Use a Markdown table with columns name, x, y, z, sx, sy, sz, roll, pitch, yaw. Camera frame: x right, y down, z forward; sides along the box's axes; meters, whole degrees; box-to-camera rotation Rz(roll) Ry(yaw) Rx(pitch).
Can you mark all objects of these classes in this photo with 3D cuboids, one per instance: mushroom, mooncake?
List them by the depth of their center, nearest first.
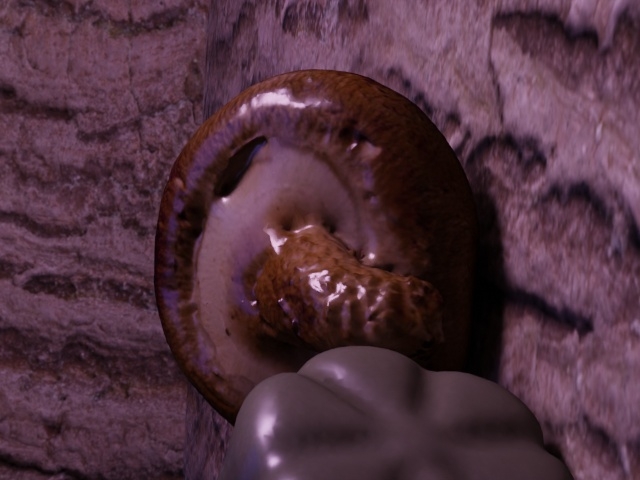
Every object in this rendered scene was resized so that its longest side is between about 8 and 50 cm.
| name | x | y | z | sx | sy | sz | roll | pitch | yaw |
| --- | --- | --- | --- | --- | --- | --- | --- | --- | --- |
| mooncake | 0.056 | 0.188 | 0.971 | 0.275 | 0.275 | 0.135 | -106 | 30 | -53 |
| mushroom | -0.004 | 0.027 | 1.220 | 0.345 | 0.239 | 0.345 | -13 | 67 | 31 |
